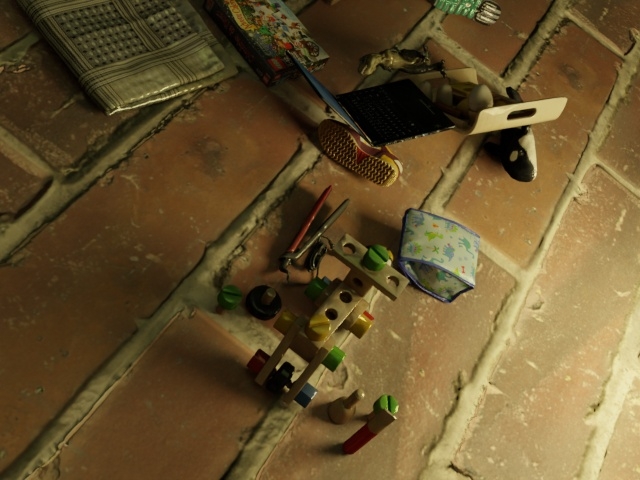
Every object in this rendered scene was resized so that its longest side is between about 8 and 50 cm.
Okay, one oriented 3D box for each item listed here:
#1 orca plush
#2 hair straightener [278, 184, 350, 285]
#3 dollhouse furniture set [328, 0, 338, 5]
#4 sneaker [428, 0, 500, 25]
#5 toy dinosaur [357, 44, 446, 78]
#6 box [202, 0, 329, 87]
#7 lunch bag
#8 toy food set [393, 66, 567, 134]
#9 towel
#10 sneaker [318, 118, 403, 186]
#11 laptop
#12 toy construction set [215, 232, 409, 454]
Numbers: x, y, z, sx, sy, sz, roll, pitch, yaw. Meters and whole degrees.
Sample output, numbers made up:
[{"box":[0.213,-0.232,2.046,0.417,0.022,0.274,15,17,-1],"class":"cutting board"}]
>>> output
[{"box":[0.410,-0.230,1.867,0.102,0.151,0.287,-1,55,8],"class":"orca plush"},{"box":[0.000,0.000,1.503,0.089,0.047,0.230,35,48,-3],"class":"hair straightener"},{"box":[-0.024,-0.693,1.899,0.301,0.197,0.151,44,56,6],"class":"dollhouse furniture set"},{"box":[0.342,-0.611,2.133,0.224,0.083,0.098,23,28,-19],"class":"sneaker"},{"box":[0.191,-0.369,1.758,0.268,0.118,0.064,-10,105,-48],"class":"toy dinosaur"},{"box":[-0.111,-0.430,1.753,0.159,0.044,0.233,-27,74,-40],"class":"box"},{"box":[0.209,0.023,1.572,0.151,0.096,0.128,30,48,-20],"class":"lunch bag"},{"box":[0.324,-0.307,1.773,0.220,0.092,0.306,-13,28,-25],"class":"toy food set"},{"box":[-0.351,-0.393,1.586,0.324,0.056,0.312,-29,74,-41],"class":"towel"},{"box":[0.078,-0.178,1.672,0.185,0.069,0.084,39,30,1],"class":"sneaker"},{"box":[0.094,-0.293,1.648,0.264,0.136,0.234,-15,38,-11],"class":"laptop"},{"box":[0.039,0.141,1.295,0.258,0.237,0.308,-15,66,-36],"class":"toy construction set"}]
